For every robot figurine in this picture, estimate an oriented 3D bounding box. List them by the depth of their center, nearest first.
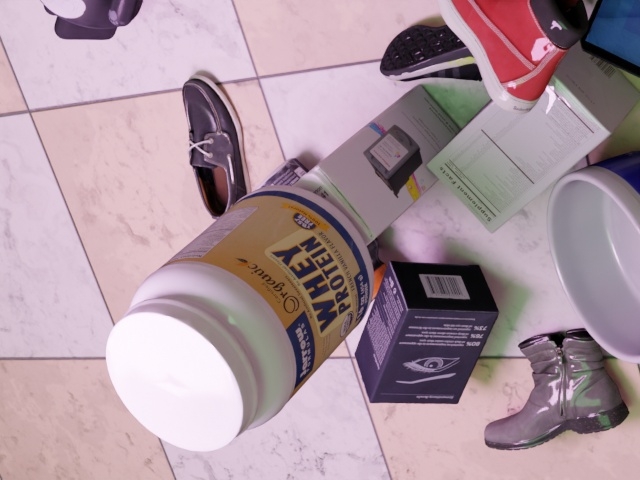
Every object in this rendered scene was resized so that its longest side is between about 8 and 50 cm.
[{"bbox_3d":[-0.326,-0.428,2.069,0.209,0.173,0.278,32,130,6],"label":"robot figurine"}]

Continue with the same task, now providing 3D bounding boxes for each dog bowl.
[{"bbox_3d":[0.410,0.020,1.818,0.265,0.104,0.265,56,159,36],"label":"dog bowl"}]

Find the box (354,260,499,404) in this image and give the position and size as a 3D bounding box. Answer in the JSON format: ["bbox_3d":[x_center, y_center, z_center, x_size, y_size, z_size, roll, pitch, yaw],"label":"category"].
[{"bbox_3d":[0.156,0.142,2.095,0.153,0.108,0.207,4,131,-20],"label":"box"}]

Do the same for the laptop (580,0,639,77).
[{"bbox_3d":[0.468,-0.308,1.615,0.234,0.136,0.264,25,130,0],"label":"laptop"}]

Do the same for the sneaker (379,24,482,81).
[{"bbox_3d":[0.181,-0.242,1.907,0.234,0.084,0.097,-2,147,49],"label":"sneaker"}]

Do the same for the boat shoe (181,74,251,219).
[{"bbox_3d":[-0.172,-0.146,2.201,0.084,0.079,0.233,2,117,34],"label":"boat shoe"}]

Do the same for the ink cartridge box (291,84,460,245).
[{"bbox_3d":[0.045,-0.062,1.956,0.131,0.306,0.226,49,132,-1],"label":"ink cartridge box"}]

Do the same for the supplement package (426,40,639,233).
[{"bbox_3d":[0.283,-0.147,1.865,0.139,0.134,0.244,47,131,0],"label":"supplement package"}]

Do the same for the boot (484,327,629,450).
[{"bbox_3d":[0.335,0.218,2.103,0.246,0.083,0.161,-20,98,34],"label":"boot"}]

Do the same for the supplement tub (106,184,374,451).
[{"bbox_3d":[-0.095,0.094,1.725,0.228,0.316,0.228,16,126,24],"label":"supplement tub"}]

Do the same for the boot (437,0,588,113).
[{"bbox_3d":[0.238,-0.303,1.710,0.176,0.088,0.244,-58,47,43],"label":"boot"}]

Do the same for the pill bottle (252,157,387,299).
[{"bbox_3d":[0.000,0.000,2.141,0.245,0.130,0.130,45,132,2],"label":"pill bottle"}]
